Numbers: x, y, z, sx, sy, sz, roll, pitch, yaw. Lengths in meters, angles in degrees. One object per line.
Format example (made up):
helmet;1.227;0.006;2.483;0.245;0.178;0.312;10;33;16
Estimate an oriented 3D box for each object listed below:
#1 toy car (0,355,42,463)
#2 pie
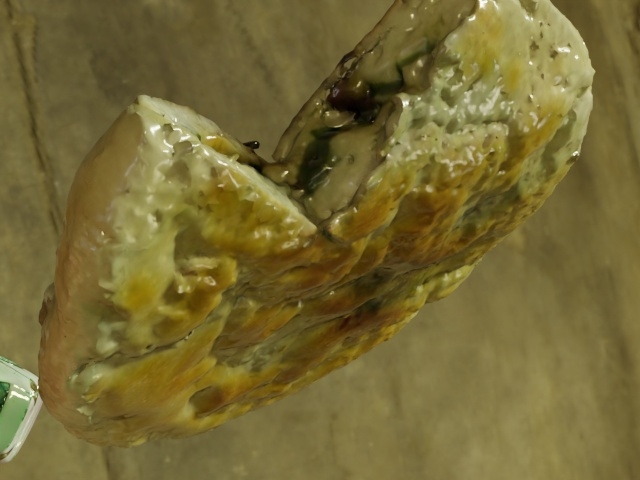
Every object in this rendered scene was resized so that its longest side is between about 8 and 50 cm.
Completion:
toy car;-0.362;0.119;0.982;0.076;0.224;0.090;113;2;-83
pie;0.000;0.000;0.575;0.075;0.337;0.337;54;21;26
